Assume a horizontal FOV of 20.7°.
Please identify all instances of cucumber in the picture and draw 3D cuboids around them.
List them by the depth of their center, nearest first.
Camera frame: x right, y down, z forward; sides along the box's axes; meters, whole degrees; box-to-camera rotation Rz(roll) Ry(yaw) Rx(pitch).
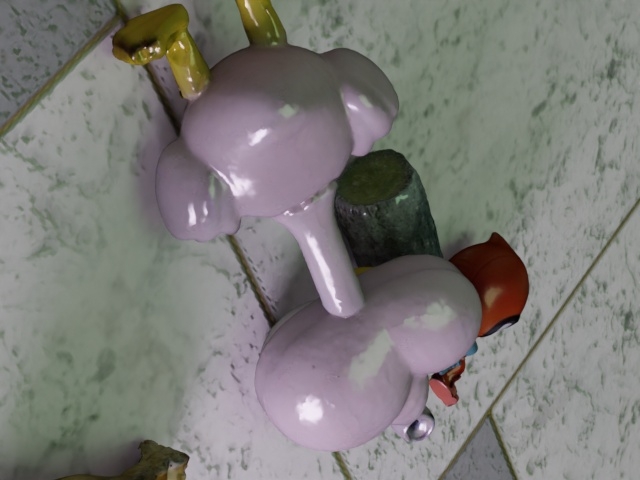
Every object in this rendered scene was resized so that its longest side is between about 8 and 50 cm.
[{"bbox_3d":[0.048,-0.002,1.184,0.064,0.064,0.112,-46,135,-32],"label":"cucumber"}]

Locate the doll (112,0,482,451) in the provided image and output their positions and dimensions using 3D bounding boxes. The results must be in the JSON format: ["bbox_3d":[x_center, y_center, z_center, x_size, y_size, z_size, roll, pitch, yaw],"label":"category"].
[{"bbox_3d":[0.001,0.001,1.073,0.160,0.094,0.365,-33,128,-11],"label":"doll"}]

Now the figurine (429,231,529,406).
[{"bbox_3d":[0.100,0.049,1.257,0.140,0.068,0.075,-49,131,-39],"label":"figurine"}]

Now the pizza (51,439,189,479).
[{"bbox_3d":[-0.147,0.178,0.988,0.188,0.080,0.204,85,26,-58],"label":"pizza"}]
